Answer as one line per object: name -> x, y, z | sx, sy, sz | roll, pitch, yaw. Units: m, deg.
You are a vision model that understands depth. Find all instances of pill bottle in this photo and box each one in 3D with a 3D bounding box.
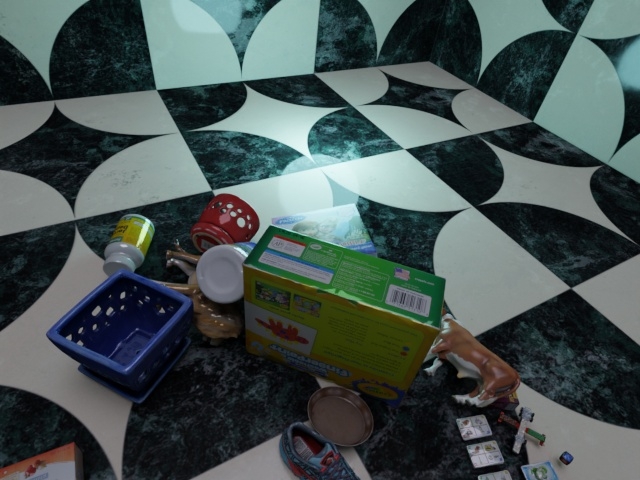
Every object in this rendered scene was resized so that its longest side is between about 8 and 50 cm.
pill bottle -> -0.620, 0.022, 1.291 | 0.118, 0.117, 0.208 | 3, 44, -6
pill bottle -> -0.220, 0.080, 1.131 | 0.152, 0.152, 0.272 | 17, 6, 9

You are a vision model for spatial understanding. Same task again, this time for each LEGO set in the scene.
LEGO set -> 0.483, 0.521, 0.997 | 0.244, 0.060, 0.182 | -9, 49, -5

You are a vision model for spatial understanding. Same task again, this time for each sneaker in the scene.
sneaker -> 0.008, 0.503, 0.872 | 0.262, 0.125, 0.104 | 32, 49, 24

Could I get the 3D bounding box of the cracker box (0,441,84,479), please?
cracker box -> -0.554, 0.547, 0.784 | 0.156, 0.067, 0.232 | -15, 48, -22

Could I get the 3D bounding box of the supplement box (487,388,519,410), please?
supplement box -> 0.485, 0.423, 1.088 | 0.083, 0.043, 0.055 | 8, 42, -1

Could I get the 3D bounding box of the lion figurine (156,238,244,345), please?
lion figurine -> -0.352, 0.130, 1.205 | 0.240, 0.142, 0.392 | 9, 36, -18

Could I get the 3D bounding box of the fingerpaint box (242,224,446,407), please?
fingerpaint box -> 0.041, 0.198, 1.020 | 0.445, 0.371, 0.163 | 17, 44, 10

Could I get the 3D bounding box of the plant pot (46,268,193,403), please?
plant pot -> -0.473, 0.249, 1.005 | 0.236, 0.212, 0.236 | 21, 44, 13

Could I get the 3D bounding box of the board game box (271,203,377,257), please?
board game box -> 0.000, 0.000, 1.366 | 0.319, 0.065, 0.318 | -10, 35, -4

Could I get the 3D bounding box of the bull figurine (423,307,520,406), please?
bull figurine -> 0.385, 0.323, 1.115 | 0.188, 0.101, 0.310 | -35, 39, -16

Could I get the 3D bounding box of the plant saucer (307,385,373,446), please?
plant saucer -> 0.046, 0.438, 0.991 | 0.168, 0.029, 0.168 | 14, 28, -8

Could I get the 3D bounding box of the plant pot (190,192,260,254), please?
plant pot -> -0.324, -0.037, 1.346 | 0.191, 0.191, 0.174 | 18, 47, 11
